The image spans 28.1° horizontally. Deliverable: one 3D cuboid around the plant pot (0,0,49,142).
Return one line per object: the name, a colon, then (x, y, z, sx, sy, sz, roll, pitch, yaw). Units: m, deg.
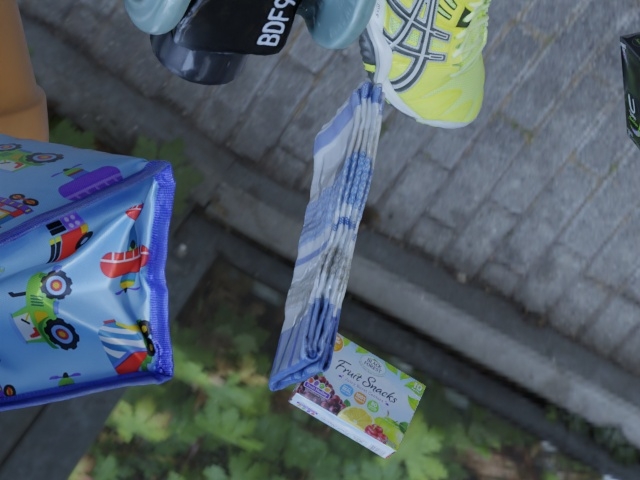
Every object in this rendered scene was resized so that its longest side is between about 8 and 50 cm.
plant pot: (-0.469, -0.216, 1.510, 0.291, 0.291, 0.203, 8, 111, 9)

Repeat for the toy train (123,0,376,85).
toy train: (-0.018, -0.233, 0.581, 0.142, 0.190, 0.334, 0, 140, -27)

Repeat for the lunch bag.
lunch bag: (-0.252, 0.031, 0.669, 0.221, 0.293, 0.138, 12, 109, 30)

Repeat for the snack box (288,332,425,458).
snack box: (0.045, 0.186, 1.556, 0.141, 0.100, 0.037, 31, 147, -4)

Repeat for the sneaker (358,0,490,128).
sneaker: (0.127, -0.260, 1.388, 0.147, 0.145, 0.385, 18, 150, 34)

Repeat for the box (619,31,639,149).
box: (0.252, -0.106, 0.922, 0.052, 0.062, 0.083, -13, 121, -1)

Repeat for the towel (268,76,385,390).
towel: (0.000, 0.000, 1.256, 0.034, 0.209, 0.285, 15, 75, -10)
